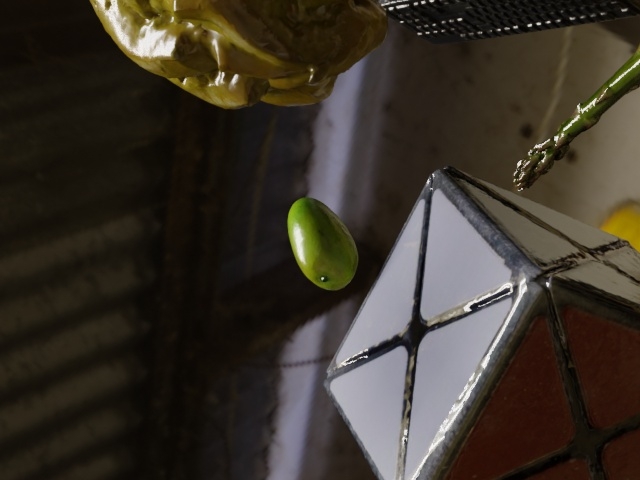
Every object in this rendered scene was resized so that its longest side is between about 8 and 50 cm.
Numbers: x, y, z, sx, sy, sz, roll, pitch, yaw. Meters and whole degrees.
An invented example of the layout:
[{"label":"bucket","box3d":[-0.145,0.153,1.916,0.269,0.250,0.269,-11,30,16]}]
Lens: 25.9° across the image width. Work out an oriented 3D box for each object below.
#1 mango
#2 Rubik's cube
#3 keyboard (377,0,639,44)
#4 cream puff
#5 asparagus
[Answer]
[{"label":"mango","box3d":[0.000,0.000,1.355,0.056,0.108,0.073,-37,-46,13]},{"label":"Rubik's cube","box3d":[0.186,0.115,1.261,0.259,0.260,0.255,21,-75,-28]},{"label":"keyboard","box3d":[0.182,-0.231,1.387,0.101,0.310,0.018,26,-103,-32]},{"label":"cream puff","box3d":[-0.048,-0.276,1.218,0.291,0.257,0.324,27,-84,-34]},{"label":"asparagus","box3d":[0.197,-0.102,0.910,0.025,0.024,0.248,-6,-25,-33]}]
